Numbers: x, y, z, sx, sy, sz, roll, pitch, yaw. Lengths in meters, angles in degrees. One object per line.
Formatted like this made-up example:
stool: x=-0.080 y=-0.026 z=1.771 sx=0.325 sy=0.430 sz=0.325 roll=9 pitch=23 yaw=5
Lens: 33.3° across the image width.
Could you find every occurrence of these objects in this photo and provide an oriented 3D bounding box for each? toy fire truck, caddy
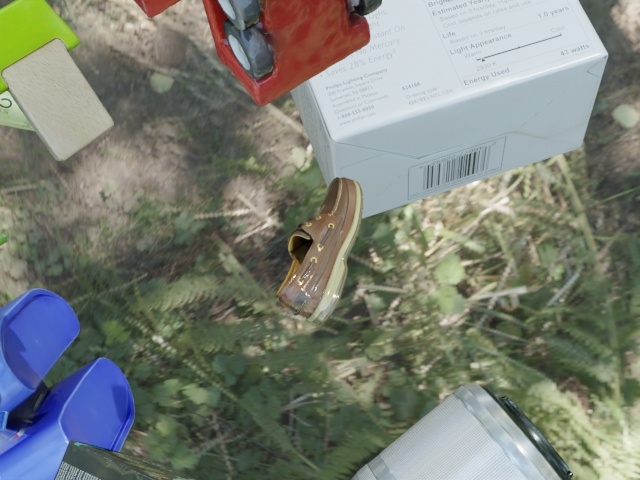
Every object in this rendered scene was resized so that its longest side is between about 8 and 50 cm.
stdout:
toy fire truck: x=-0.039 y=-0.116 z=0.325 sx=0.047 sy=0.192 sz=0.135 roll=-33 pitch=65 yaw=-10
caddy: x=-0.377 y=0.210 z=1.328 sx=0.179 sy=0.341 sz=0.241 roll=-36 pitch=99 yaw=8

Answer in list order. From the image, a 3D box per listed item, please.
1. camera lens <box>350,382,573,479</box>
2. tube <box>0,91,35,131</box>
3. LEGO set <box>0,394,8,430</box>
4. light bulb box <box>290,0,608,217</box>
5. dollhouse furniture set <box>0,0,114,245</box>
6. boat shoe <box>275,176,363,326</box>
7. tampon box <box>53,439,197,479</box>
camera lens: x=0.168 y=0.332 z=1.340 sx=0.274 sy=0.219 sz=0.219 roll=-39 pitch=92 yaw=-1
tube: x=-0.413 y=-0.175 z=1.338 sx=0.240 sy=0.062 sz=0.070 roll=9 pitch=102 yaw=-34
LEGO set: x=-0.351 y=0.212 z=1.033 sx=0.087 sy=0.093 sz=0.227 roll=10 pitch=84 yaw=3
light bulb box: x=0.127 y=-0.269 z=1.411 sx=0.358 sy=0.225 sz=0.361 roll=-17 pitch=64 yaw=-5
dollhouse furniture set: x=-0.330 y=-0.074 z=0.955 sx=0.197 sy=0.301 sz=0.151 roll=-42 pitch=107 yaw=-33
boat shoe: x=0.000 y=0.000 z=1.089 sx=0.060 sy=0.064 sz=0.178 roll=25 pitch=53 yaw=-12
tampon box: x=-0.139 y=0.245 z=0.889 sx=0.120 sy=0.161 sz=0.101 roll=30 pitch=76 yaw=-45
